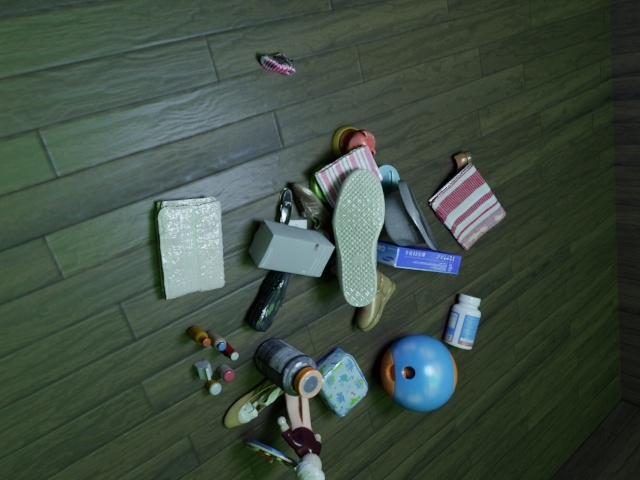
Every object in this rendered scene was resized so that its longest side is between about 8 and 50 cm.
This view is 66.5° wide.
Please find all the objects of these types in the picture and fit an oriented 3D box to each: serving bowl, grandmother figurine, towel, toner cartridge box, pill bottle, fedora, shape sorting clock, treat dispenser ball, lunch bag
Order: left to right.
[{"bbox_3d":[-0.366,0.018,1.389,0.187,0.049,0.282,-10,105,-33],"label":"towel"},{"bbox_3d":[-0.153,0.700,1.580,0.206,0.206,0.040,43,61,-33],"label":"shape sorting clock"},{"bbox_3d":[-0.096,0.406,1.534,0.131,0.246,0.130,-8,104,-34],"label":"pill bottle"},{"bbox_3d":[-0.057,0.613,1.551,0.208,0.342,0.104,29,114,-31],"label":"grandmother figurine"},{"bbox_3d":[0.000,0.000,1.659,0.083,0.027,0.083,-8,104,-35],"label":"serving bowl"},{"bbox_3d":[0.071,0.514,1.772,0.176,0.090,0.219,-39,119,-22],"label":"lunch bag"},{"bbox_3d":[0.092,-0.206,1.582,0.197,0.029,0.144,-30,124,1],"label":"towel"},{"bbox_3d":[0.285,-0.068,1.659,0.124,0.243,0.275,-23,130,16],"label":"fedora"},{"bbox_3d":[0.353,0.062,1.839,0.348,0.165,0.075,8,95,-36],"label":"toner cartridge box"},{"bbox_3d":[0.374,0.504,1.863,0.288,0.288,0.288,-8,104,-34],"label":"treat dispenser ball"},{"bbox_3d":[0.620,0.347,2.109,0.124,0.124,0.221,15,91,-37],"label":"pill bottle"},{"bbox_3d":[0.612,-0.131,2.011,0.237,0.037,0.329,-43,123,5],"label":"towel"}]

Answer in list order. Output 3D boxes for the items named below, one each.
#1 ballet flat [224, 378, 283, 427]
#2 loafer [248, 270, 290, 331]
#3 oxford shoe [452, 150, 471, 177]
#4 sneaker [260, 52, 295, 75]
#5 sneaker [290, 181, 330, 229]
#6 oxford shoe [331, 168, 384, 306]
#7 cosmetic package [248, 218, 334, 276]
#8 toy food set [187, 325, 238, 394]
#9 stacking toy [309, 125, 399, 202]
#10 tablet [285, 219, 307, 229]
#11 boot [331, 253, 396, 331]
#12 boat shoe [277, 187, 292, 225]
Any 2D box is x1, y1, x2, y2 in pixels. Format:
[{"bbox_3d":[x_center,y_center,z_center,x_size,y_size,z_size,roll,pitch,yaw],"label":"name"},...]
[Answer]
[{"bbox_3d":[-0.209,0.527,1.585,0.232,0.073,0.080,-39,119,-23],"label":"ballet flat"},{"bbox_3d":[-0.154,0.187,1.563,0.078,0.076,0.223,37,76,-49],"label":"loafer"},{"bbox_3d":[0.582,-0.260,2.010,0.076,0.076,0.212,-14,114,-1],"label":"oxford shoe"},{"bbox_3d":[-0.128,-0.537,1.458,0.119,0.047,0.057,8,78,-39],"label":"sneaker"},{"bbox_3d":[-0.039,-0.110,1.584,0.188,0.066,0.071,44,71,-33],"label":"sneaker"},{"bbox_3d":[0.119,-0.009,1.601,0.169,0.130,0.449,0,99,-2],"label":"oxford shoe"},{"bbox_3d":[-0.091,0.027,1.536,0.238,0.107,0.127,9,117,-38],"label":"cosmetic package"},{"bbox_3d":[-0.311,0.362,1.460,0.111,0.105,0.232,-19,110,-31],"label":"toy food set"},{"bbox_3d":[0.131,-0.203,1.649,0.279,0.130,0.309,-53,123,-16],"label":"stacking toy"},{"bbox_3d":[-0.081,-0.040,1.606,0.083,0.006,0.054,-4,101,-35],"label":"tablet"},{"bbox_3d":[0.127,0.168,1.754,0.269,0.089,0.236,40,72,-31],"label":"boot"},{"bbox_3d":[-0.109,-0.104,1.552,0.046,0.038,0.125,13,90,-29],"label":"boat shoe"}]
